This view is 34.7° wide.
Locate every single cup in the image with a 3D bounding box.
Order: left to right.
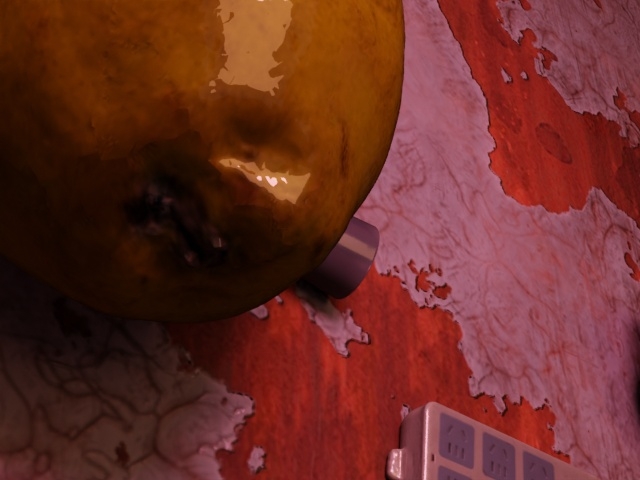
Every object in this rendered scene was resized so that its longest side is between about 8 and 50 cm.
[{"bbox_3d":[0.000,0.000,0.969,0.077,0.078,0.100,29,12,-19],"label":"cup"}]

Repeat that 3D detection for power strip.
[{"bbox_3d":[0.178,0.248,0.970,0.271,0.046,0.118,28,46,-27],"label":"power strip"}]

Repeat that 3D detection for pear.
[{"bbox_3d":[-0.111,-0.130,0.755,0.352,0.352,0.413,12,47,-37],"label":"pear"}]
